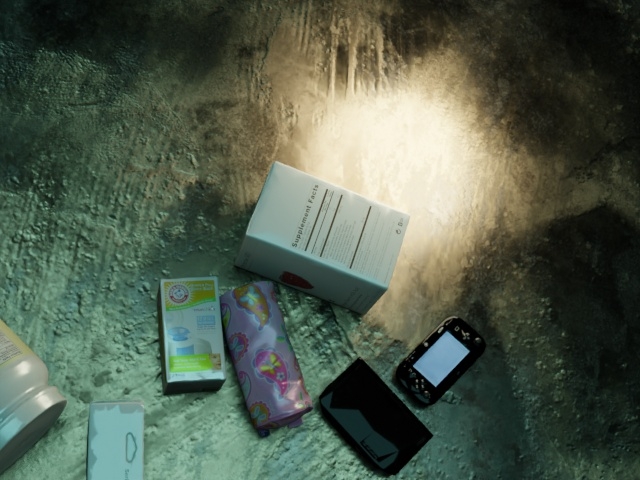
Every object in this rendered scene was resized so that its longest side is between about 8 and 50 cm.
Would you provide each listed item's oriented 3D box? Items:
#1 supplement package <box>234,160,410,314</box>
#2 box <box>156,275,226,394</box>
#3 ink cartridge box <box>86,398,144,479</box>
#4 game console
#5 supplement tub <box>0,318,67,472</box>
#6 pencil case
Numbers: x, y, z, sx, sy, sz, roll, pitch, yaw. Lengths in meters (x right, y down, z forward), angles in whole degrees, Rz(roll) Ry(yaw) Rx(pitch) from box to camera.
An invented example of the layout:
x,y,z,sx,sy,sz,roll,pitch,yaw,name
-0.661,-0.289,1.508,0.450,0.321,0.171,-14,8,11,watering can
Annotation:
x,y,z,sx,sy,sz,roll,pitch,yaw,name
0.000,0.000,1.863,0.293,0.177,0.175,21,66,-4,supplement package
-0.248,0.179,1.772,0.114,0.103,0.203,-1,69,-15,box
-0.355,0.372,1.604,0.092,0.219,0.160,1,68,-13,ink cartridge box
0.179,0.280,1.868,0.213,0.044,0.361,46,65,7,game console
-0.618,0.230,1.589,0.325,0.235,0.235,44,65,6,supplement tub
-0.106,0.221,1.786,0.124,0.124,0.284,-15,73,-19,pencil case
